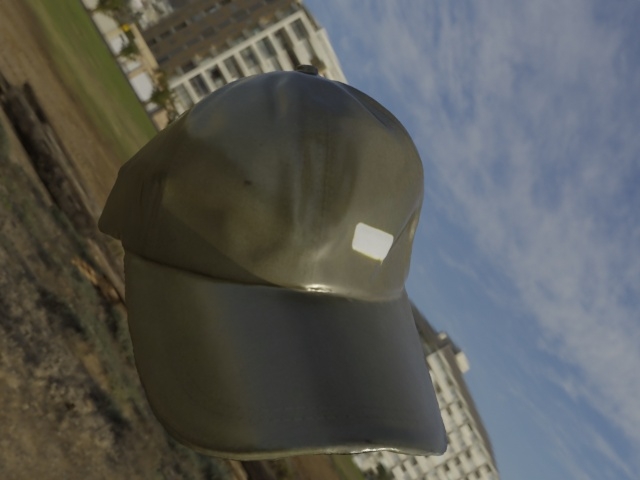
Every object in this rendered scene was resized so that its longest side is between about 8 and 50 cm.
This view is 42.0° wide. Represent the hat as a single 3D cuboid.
[{"bbox_3d":[0.000,0.000,0.365,0.173,0.166,0.144,-144,-117,-63],"label":"hat"}]
